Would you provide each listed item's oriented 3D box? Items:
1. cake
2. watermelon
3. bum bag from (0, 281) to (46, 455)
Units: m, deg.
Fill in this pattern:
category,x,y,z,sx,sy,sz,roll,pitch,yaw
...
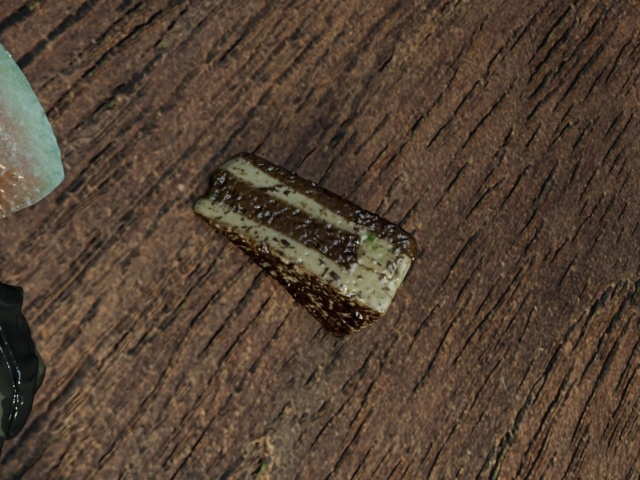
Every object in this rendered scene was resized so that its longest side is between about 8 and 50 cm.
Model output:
category,x,y,z,sx,sy,sz,roll,pitch,yaw
cake,-0.005,-0.008,1.120,0.246,0.135,0.112,43,59,-19
watermelon,-0.365,-0.059,0.918,0.241,0.094,0.154,-44,115,-33
bum bag,-0.333,0.190,0.859,0.144,0.095,0.340,64,36,-51
